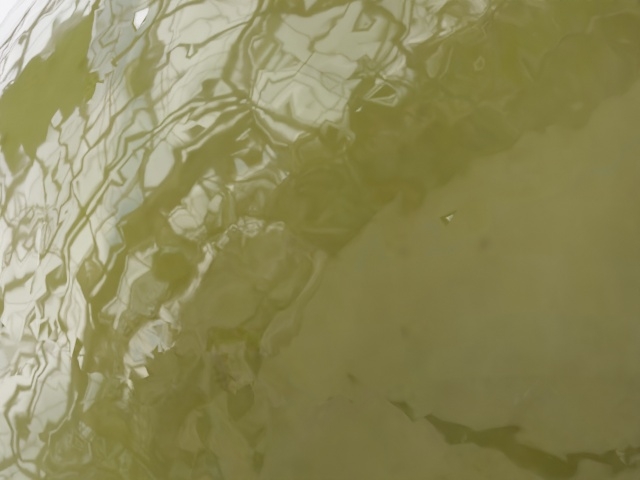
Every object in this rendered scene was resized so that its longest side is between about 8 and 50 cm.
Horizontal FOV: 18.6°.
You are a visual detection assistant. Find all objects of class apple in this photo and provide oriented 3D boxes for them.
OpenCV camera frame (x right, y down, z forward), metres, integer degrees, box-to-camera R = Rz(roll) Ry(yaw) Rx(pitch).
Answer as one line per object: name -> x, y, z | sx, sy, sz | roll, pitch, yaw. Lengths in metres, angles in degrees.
apple -> 0.026, 0.019, 0.465 | 0.262, 0.262, 0.262 | -27, -45, -30
